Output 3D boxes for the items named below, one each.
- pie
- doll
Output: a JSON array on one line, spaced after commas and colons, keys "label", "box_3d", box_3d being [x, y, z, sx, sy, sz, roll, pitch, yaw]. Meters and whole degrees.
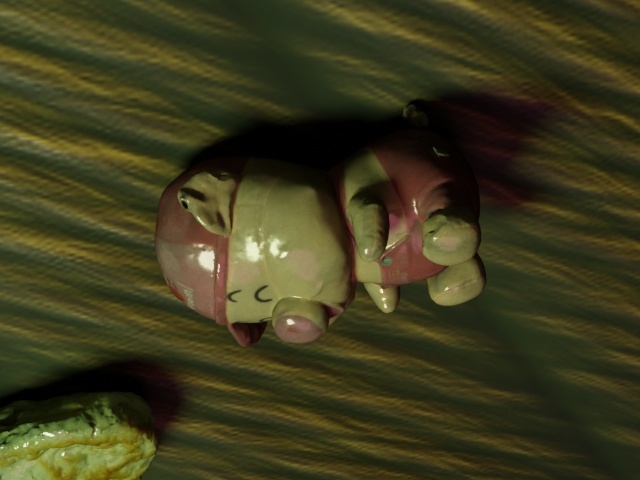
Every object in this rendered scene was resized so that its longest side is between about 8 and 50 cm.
[{"label": "pie", "box_3d": [-0.259, 0.200, 1.787, 0.248, 0.090, 0.201, -23, 152, 15]}, {"label": "doll", "box_3d": [0.000, 0.002, 1.551, 0.256, 0.152, 0.196, -8, 130, 2]}]
